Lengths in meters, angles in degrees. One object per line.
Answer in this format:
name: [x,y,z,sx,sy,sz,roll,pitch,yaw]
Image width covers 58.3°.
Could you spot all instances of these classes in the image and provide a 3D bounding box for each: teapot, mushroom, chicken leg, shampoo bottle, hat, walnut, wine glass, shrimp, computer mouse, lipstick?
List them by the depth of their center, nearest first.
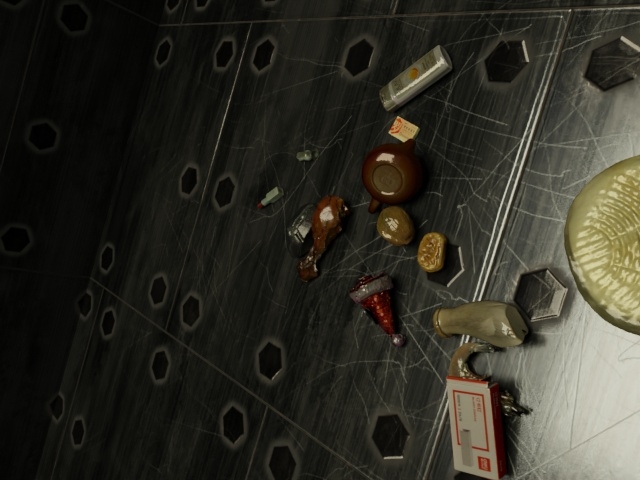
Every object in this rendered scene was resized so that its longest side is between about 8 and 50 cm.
shrimp: [0.410,0.332,1.387,0.219,0.046,0.152,28,104,44]
mushroom: [0.393,0.198,1.400,0.246,0.096,0.108,0,81,48]
walnut: [0.214,-0.038,1.618,0.105,0.105,0.124,-47,53,26]
hat: [0.171,0.198,1.620,0.228,0.128,0.140,64,166,12]
teapot: [0.205,-0.180,1.654,0.178,0.135,0.252,35,127,12]
shampoo bottle: [0.276,-0.471,1.684,0.227,0.055,0.086,-31,60,35]
chicken leg: [0.000,0.000,1.828,0.113,0.093,0.305,32,107,30]
computer mouse: [-0.067,-0.034,1.909,0.105,0.062,0.192,30,103,43]
wine glass: [-0.044,-0.293,1.965,0.083,0.038,0.042,2,84,48]
lipstick: [-0.187,-0.148,2.070,0.129,0.030,0.030,-33,60,34]

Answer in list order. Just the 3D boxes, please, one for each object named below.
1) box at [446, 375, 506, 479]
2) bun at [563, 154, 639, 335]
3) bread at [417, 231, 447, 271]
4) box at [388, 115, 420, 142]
box: [0.368,0.438,1.361,0.122,0.050,0.230,-4,92,45]
bun: [0.667,0.016,1.106,0.364,0.202,0.365,-17,63,37]
bread: [0.304,0.032,1.556,0.083,0.044,0.111,3,81,47]
box: [0.249,-0.326,1.706,0.093,0.015,0.058,42,111,40]
